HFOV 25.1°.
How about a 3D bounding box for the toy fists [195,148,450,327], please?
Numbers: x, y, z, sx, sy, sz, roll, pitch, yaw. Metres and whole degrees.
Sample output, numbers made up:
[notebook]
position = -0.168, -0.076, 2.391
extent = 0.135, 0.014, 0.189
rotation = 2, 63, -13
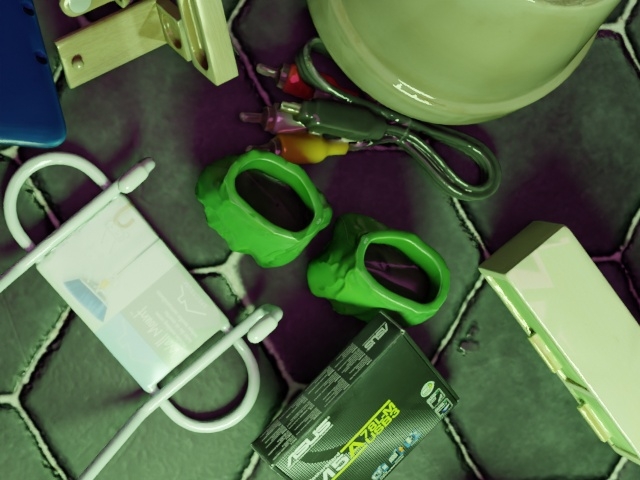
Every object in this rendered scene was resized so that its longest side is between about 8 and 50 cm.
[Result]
[toy fists]
position = 0.000, 0.000, 1.464
extent = 0.279, 0.142, 0.096
rotation = 30, 68, -12

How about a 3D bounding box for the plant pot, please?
[plant pot]
position = 0.175, -0.285, 1.386
extent = 0.323, 0.280, 0.323
rotation = 1, 88, -17

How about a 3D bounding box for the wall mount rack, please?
[wall mount rack]
position = -0.221, 0.090, 1.430
extent = 0.304, 0.130, 0.350
rotation = -41, 99, -6

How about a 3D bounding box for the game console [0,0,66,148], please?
[game console]
position = -0.409, -0.165, 1.346
extent = 0.250, 0.293, 0.173
rotation = -31, 145, 16

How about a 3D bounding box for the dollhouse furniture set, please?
[dollhouse furniture set]
position = -0.175, -0.199, 1.372
extent = 0.123, 0.151, 0.144
rotation = -28, 134, -18

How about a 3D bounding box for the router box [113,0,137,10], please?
[router box]
position = -0.205, -0.307, 1.454
extent = 0.092, 0.038, 0.122
rotation = -41, 100, -5

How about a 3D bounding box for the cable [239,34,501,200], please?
[cable]
position = 0.058, -0.124, 1.524
extent = 0.287, 0.072, 0.139
rotation = 14, 74, -24

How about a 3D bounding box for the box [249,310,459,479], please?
[box]
position = 0.040, 0.186, 1.476
extent = 0.191, 0.184, 0.045
rotation = -45, 56, -5

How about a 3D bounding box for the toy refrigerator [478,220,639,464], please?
[toy refrigerator]
position = 0.289, 0.113, 1.545
extent = 0.094, 0.102, 0.269
rotation = -39, 100, -6
